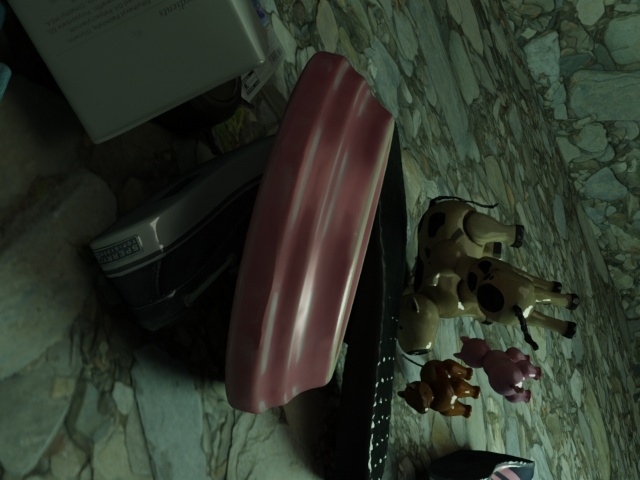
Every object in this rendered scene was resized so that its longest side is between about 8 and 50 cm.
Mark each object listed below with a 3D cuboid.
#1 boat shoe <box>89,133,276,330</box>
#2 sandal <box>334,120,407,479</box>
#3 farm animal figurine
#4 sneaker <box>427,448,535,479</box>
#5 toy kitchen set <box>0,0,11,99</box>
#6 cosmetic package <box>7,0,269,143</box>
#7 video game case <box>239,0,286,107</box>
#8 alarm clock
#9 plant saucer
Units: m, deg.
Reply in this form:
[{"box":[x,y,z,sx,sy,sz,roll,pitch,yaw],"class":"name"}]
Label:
[{"box":[-0.087,-0.019,0.741,0.102,0.108,0.301,66,30,-15],"class":"boat shoe"},{"box":[0.035,0.058,0.931,0.167,0.107,0.445,54,41,-68],"class":"sandal"},{"box":[0.174,0.069,1.045,0.172,0.330,0.326,16,50,-10],"class":"farm animal figurine"},{"box":[0.228,0.379,1.152,0.319,0.112,0.131,13,81,-57],"class":"sneaker"},{"box":[-0.224,-0.120,0.463,0.122,0.166,0.207,42,41,-46],"class":"toy kitchen set"},{"box":[-0.147,-0.202,0.632,0.151,0.151,0.183,-96,161,-68],"class":"cosmetic package"},{"box":[-0.101,-0.251,0.942,0.143,0.019,0.157,61,30,-24],"class":"video game case"},{"box":[-0.141,-0.187,0.783,0.192,0.064,0.129,47,37,-37],"class":"alarm clock"},{"box":[0.000,0.000,0.728,0.332,0.084,0.332,14,90,-85],"class":"plant saucer"}]
